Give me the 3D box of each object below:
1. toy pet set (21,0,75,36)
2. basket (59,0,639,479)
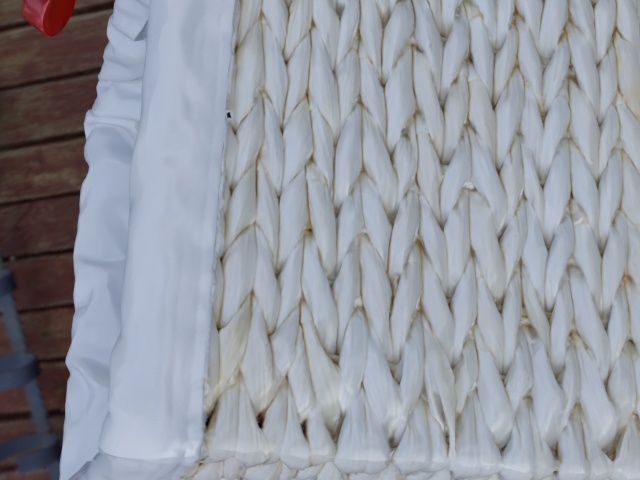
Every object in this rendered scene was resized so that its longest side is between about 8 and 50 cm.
[{"bbox_3d":[-0.114,-0.057,0.245,0.065,0.122,0.114,25,150,10],"label":"toy pet set"},{"bbox_3d":[0.000,0.000,0.692,0.266,0.328,0.331,6,69,-15],"label":"basket"}]
